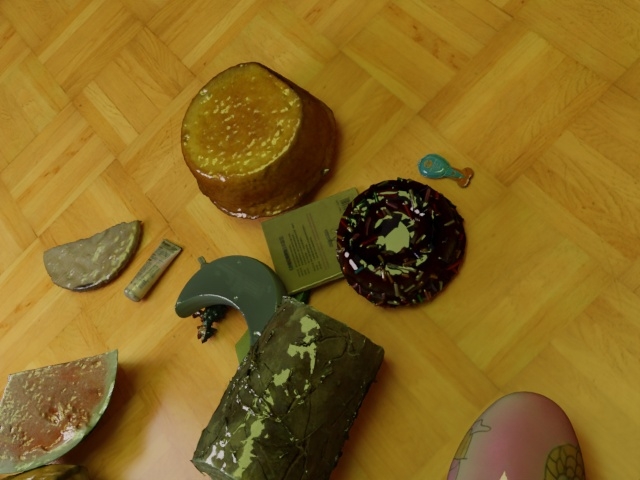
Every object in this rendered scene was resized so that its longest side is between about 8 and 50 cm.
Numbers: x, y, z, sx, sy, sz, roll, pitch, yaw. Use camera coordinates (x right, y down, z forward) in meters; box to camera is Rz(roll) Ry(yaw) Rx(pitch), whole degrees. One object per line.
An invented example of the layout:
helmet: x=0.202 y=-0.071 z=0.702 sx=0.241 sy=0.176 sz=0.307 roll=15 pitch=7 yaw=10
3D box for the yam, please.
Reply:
yam: x=-0.045 y=0.276 z=1.436 sx=0.241 sy=0.241 sz=0.348 roll=16 pitch=73 yaw=33

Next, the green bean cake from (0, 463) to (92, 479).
green bean cake: x=-0.527 y=0.488 z=1.587 sx=0.224 sy=0.230 sz=0.131 roll=-15 pitch=96 yaw=25

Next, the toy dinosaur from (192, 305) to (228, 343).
toy dinosaur: x=-0.201 y=0.119 z=1.698 sx=0.055 sy=0.049 sz=0.154 roll=13 pitch=79 yaw=35

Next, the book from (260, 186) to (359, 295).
book: x=0.000 y=0.000 z=1.644 sx=0.192 sy=0.013 sz=0.168 roll=-20 pitch=58 yaw=2

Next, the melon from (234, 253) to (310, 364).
melon: x=-0.078 y=0.137 z=1.640 sx=0.114 sy=0.053 sz=0.261 roll=14 pitch=69 yaw=51

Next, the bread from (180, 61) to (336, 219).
bread: x=-0.127 y=-0.194 z=1.733 sx=0.312 sy=0.172 sz=0.312 roll=-10 pitch=63 yaw=21

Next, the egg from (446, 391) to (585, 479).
egg: x=0.267 y=0.344 z=1.255 sx=0.196 sy=0.196 sz=0.271 roll=-6 pitch=68 yaw=26

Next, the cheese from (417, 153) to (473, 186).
cheese: x=0.219 y=-0.126 z=1.611 sx=0.111 sy=0.017 sz=0.047 roll=24 pitch=83 yaw=34

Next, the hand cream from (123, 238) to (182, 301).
hand cream: x=-0.339 y=0.061 z=1.814 sx=0.061 sy=0.039 sz=0.143 roll=25 pitch=71 yaw=41

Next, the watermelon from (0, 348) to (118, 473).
watermelon: x=-0.495 y=0.303 z=1.697 sx=0.260 sy=0.176 sz=0.256 roll=-6 pitch=40 yaw=-2

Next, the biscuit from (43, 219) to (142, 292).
biscuit: x=-0.480 y=0.045 z=1.893 sx=0.250 sy=0.032 sz=0.133 roll=-18 pitch=60 yaw=20

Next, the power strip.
power strip: x=-0.153 y=0.106 z=1.613 sx=0.253 sy=0.054 sz=0.167 roll=31 pitch=82 yaw=36

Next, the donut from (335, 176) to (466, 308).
donut: x=0.133 y=-0.003 z=1.543 sx=0.235 sy=0.089 sz=0.235 roll=-7 pitch=65 yaw=14
